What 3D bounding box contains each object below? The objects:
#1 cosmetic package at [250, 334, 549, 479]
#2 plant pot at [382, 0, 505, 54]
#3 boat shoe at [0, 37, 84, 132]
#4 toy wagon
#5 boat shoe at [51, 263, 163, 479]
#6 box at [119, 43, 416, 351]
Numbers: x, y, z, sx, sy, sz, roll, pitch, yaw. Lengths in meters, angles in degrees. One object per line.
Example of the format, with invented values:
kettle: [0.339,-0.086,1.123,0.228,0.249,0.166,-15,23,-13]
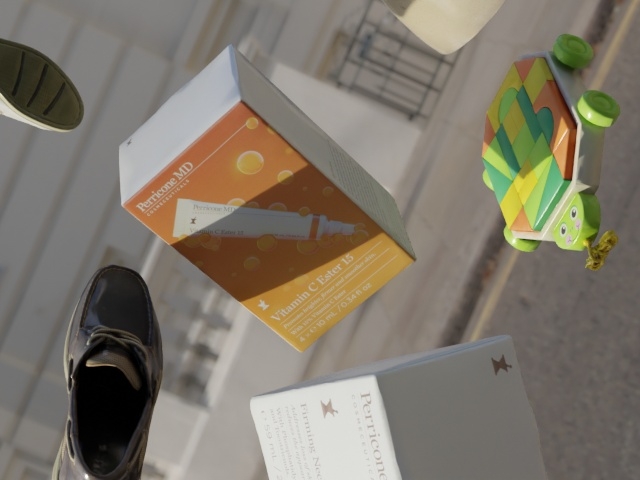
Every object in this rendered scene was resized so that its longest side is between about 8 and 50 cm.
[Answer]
cosmetic package: [0.139,0.377,2.386,0.393,0.327,0.329,-20,83,53]
plant pot: [0.127,-0.372,1.462,0.284,0.191,0.284,-57,12,19]
boat shoe: [-0.519,-0.259,2.137,0.103,0.302,0.113,-23,42,55]
toy wagon: [0.321,-0.106,1.870,0.344,0.068,0.267,-103,27,-42]
boat shoe: [-0.250,0.172,1.669,0.130,0.132,0.355,119,154,-51]
box: [-0.071,-0.051,1.800,0.215,0.345,0.168,-40,30,16]
